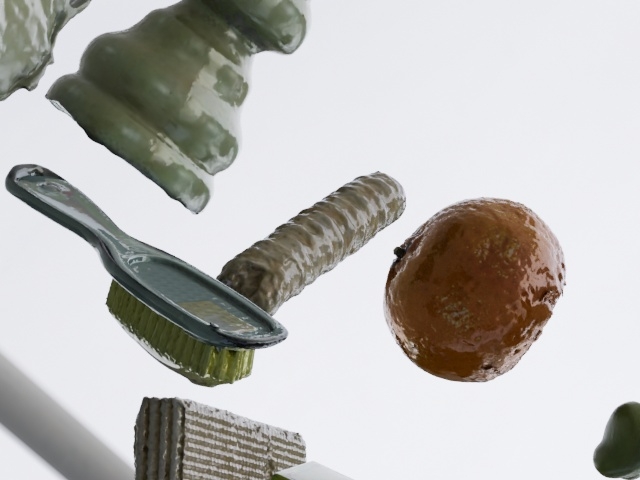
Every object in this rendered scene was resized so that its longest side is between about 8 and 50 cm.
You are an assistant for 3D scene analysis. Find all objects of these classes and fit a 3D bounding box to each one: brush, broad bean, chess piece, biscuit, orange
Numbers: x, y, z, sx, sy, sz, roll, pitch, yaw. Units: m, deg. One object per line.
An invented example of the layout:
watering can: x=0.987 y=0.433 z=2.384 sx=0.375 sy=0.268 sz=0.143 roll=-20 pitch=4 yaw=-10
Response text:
brush: x=-0.130 y=0.027 z=1.086 sx=0.297 sy=0.068 sz=0.060 roll=33 pitch=-65 yaw=43
broad bean: x=0.283 y=0.188 z=1.495 sx=0.063 sy=0.045 sz=0.083 roll=-115 pitch=-143 yaw=-47
chess piece: x=-0.087 y=-0.205 z=1.506 sx=0.330 sy=0.182 sz=0.182 roll=-53 pitch=-149 yaw=-2
biscuit: x=0.000 y=0.000 z=1.320 sx=0.061 sy=0.055 sz=0.219 roll=25 pitch=-142 yaw=28
biscuit: x=-0.121 y=0.299 z=2.111 sx=0.078 sy=0.426 sz=0.144 roll=-4 pitch=-104 yaw=21
orange: x=0.148 y=0.045 z=1.599 sx=0.193 sy=0.161 sz=0.193 roll=-47 pitch=-172 yaw=9

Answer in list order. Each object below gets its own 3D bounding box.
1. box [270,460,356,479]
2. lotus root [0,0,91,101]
box: x=0.060 y=0.290 z=1.584 sx=0.220 sy=0.141 sz=0.064 roll=25 pitch=-87 yaw=16
lotus root: x=-0.165 y=-0.154 z=0.718 sx=0.235 sy=0.138 sz=0.119 roll=-55 pitch=167 yaw=-34
